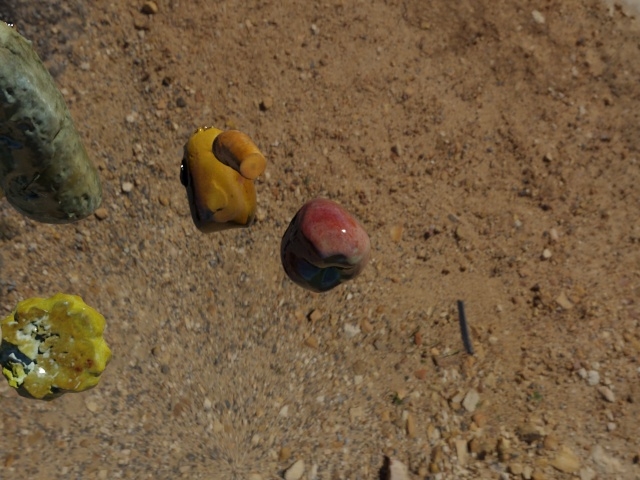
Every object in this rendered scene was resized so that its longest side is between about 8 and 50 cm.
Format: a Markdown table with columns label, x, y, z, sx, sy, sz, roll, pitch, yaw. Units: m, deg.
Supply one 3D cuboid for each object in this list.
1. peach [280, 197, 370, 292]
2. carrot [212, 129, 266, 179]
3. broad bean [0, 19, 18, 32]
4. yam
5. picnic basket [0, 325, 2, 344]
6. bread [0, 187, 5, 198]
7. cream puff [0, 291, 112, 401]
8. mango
| label | x | y | z | sx | sy | sz | roll | pitch | yaw |
| --- | --- | --- | --- | --- | --- | --- | --- | --- | --- |
| peach | 0.000 | 0.000 | 0.965 | 0.152 | 0.152 | 0.152 | 3 | 69 | -7 |
| carrot | -0.178 | -0.193 | 1.305 | 0.087 | 0.193 | 0.087 | -10 | 111 | -26 |
| broad bean | -0.497 | -0.303 | 0.692 | 0.060 | 0.297 | 0.043 | -4 | 80 | 24 |
| yam | -0.380 | -0.141 | 0.771 | 0.133 | 0.330 | 0.133 | 3 | 61 | -5 |
| picnic basket | -0.314 | 0.074 | 0.285 | 0.165 | 0.139 | 0.266 | 51 | 56 | -9 |
| bread | -0.894 | -0.172 | 1.489 | 0.269 | 0.270 | 0.148 | -29 | 81 | -17 |
| cream puff | -0.654 | 0.257 | 1.473 | 0.281 | 0.185 | 0.282 | 0 | 91 | -12 |
| mango | -0.270 | -0.163 | 1.591 | 0.152 | 0.201 | 0.287 | -9 | 103 | 27 |
